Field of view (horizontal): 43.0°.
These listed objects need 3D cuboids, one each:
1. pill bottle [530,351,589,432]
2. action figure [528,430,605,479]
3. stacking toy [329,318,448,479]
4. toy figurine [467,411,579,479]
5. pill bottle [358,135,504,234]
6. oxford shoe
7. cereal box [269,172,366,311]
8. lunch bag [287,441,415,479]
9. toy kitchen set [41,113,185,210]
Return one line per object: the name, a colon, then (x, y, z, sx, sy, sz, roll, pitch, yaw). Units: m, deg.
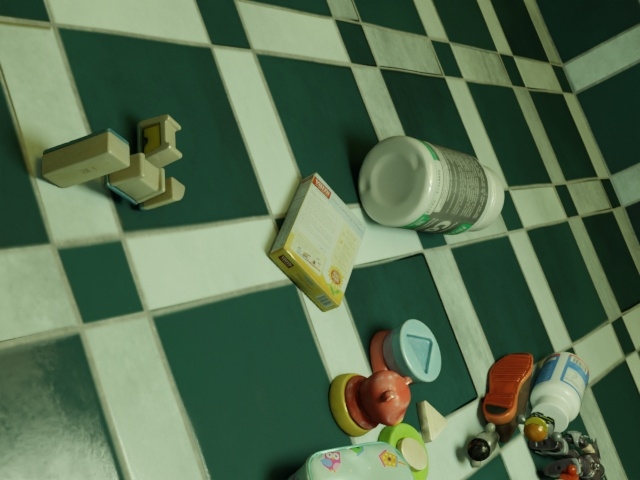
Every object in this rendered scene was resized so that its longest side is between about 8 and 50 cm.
pill bottle: (0.608, 0.391, 2.082, 0.124, 0.124, 0.221, 58, 37, -8)
action figure: (0.639, 0.562, 2.047, 0.285, 0.099, 0.185, 30, 40, -43)
stacking toy: (0.185, 0.315, 1.591, 0.279, 0.130, 0.309, 57, 37, -9)
toy figurine: (0.425, 0.479, 1.721, 0.148, 0.213, 0.209, 3, 67, -66)
pill bottle: (0.270, -0.118, 1.900, 0.361, 0.204, 0.204, 6, 65, -49)
oxford shoe: (0.453, 0.369, 1.948, 0.271, 0.097, 0.098, -48, 127, -48)
cereal box: (0.000, 0.000, 1.622, 0.173, 0.047, 0.240, 47, 39, -22)
lunch bag: (0.068, 0.467, 1.312, 0.224, 0.108, 0.279, -1, 51, -34)
toy kitchen set: (-0.322, -0.147, 1.283, 0.207, 0.122, 0.166, 42, 36, -59)
